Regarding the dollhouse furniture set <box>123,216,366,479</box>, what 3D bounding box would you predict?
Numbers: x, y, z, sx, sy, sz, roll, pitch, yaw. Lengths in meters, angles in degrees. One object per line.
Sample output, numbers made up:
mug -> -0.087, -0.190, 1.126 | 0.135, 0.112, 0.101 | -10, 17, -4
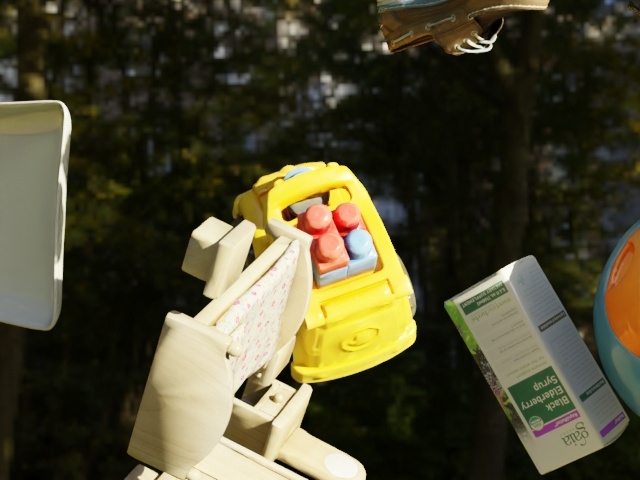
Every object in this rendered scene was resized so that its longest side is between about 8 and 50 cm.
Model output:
dollhouse furniture set -> -0.009, 0.113, 1.180 | 0.174, 0.355, 0.303 | 26, 31, 11

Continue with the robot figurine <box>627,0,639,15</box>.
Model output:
robot figurine -> 0.335, -0.279, 1.305 | 0.291, 0.085, 0.211 | 22, -15, -14

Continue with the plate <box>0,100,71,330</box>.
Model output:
plate -> -0.404, -0.036, 1.775 | 0.277, 0.278, 0.045 | 4, 1, 40

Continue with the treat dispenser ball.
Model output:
treat dispenser ball -> 0.445, 0.086, 1.542 | 0.288, 0.288, 0.288 | -2, -7, 0

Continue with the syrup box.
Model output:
syrup box -> 0.258, 0.147, 1.670 | 0.093, 0.237, 0.096 | -33, -7, 33

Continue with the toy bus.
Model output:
toy bus -> 0.000, 0.000, 1.373 | 0.149, 0.220, 0.211 | -19, -24, -9

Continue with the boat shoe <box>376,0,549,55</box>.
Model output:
boat shoe -> 0.132, -0.202, 1.275 | 0.183, 0.066, 0.066 | 3, 9, 45
